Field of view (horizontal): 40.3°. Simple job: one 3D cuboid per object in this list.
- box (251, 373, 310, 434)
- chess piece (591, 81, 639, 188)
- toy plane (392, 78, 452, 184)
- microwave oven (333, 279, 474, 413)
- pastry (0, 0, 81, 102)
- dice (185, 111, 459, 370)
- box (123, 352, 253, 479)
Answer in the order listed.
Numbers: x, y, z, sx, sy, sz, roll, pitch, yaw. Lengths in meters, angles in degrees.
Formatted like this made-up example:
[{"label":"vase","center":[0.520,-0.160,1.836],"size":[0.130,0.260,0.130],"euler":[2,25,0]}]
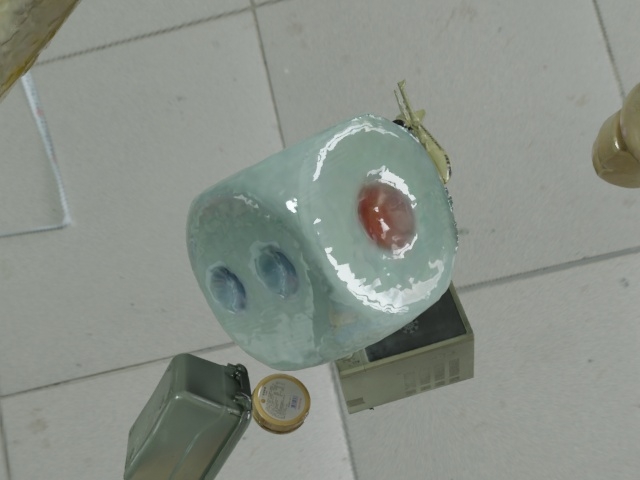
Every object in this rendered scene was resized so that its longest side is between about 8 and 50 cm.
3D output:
[{"label":"box","center":[-0.070,0.284,1.522],"size":[0.105,0.037,0.105],"euler":[9,51,-11]},{"label":"chess piece","center":[0.334,-0.135,0.676],"size":[0.117,0.397,0.117],"euler":[4,72,-12]},{"label":"toy plane","center":[0.180,-0.173,1.611],"size":[0.092,0.229,0.244],"euler":[-17,42,5]},{"label":"microwave oven","center":[0.140,0.189,1.562],"size":[0.240,0.194,0.145],"euler":[-17,57,-2]},{"label":"pastry","center":[-0.169,-0.162,0.477],"size":[0.089,0.121,0.258],"euler":[38,95,0]},{"label":"dice","center":[0.000,0.000,1.167],"size":[0.268,0.262,0.265],"euler":[-33,99,-41]},{"label":"box","center":[-0.158,0.218,1.008],"size":[0.093,0.124,0.172],"euler":[27,106,-19]}]
